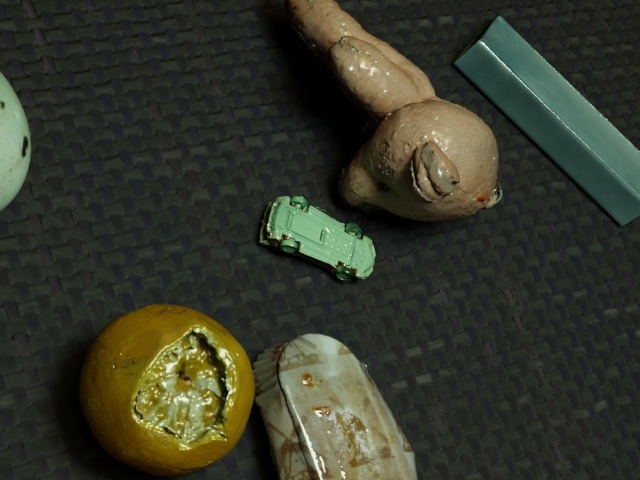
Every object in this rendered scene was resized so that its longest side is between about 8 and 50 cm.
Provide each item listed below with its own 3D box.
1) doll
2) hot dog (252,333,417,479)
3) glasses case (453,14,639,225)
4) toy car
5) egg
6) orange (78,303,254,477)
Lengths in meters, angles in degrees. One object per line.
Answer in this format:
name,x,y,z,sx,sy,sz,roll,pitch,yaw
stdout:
doll,0.047,-0.126,1.523,0.303,0.156,0.201,47,12,22
hot dog,0.023,0.210,1.379,0.144,0.075,0.268,-6,67,-35
glasses case,0.268,-0.133,1.690,0.266,0.056,0.105,44,31,-4
toy car,0.000,0.000,1.486,0.122,0.035,0.059,27,57,-26
egg,-0.318,-0.090,1.300,0.131,0.131,0.164,9,51,-25
orange,-0.131,0.127,1.298,0.155,0.134,0.154,13,56,-19
